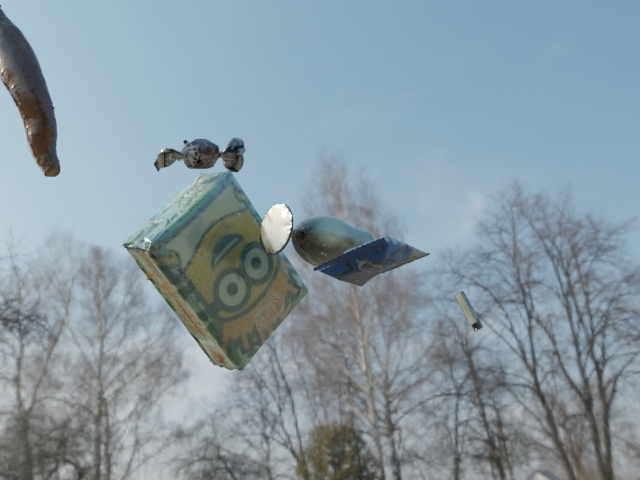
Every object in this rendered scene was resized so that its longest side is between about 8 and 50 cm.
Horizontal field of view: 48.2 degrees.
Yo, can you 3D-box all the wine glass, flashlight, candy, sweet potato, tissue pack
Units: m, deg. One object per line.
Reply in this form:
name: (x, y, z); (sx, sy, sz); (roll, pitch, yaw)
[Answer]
wine glass: (0.000, 0.000, 1.240); (0.202, 0.093, 0.093); (16, -32, -41)
flashlight: (0.297, 0.142, 1.433); (0.018, 0.083, 0.018); (-38, -20, 32)
candy: (0.059, 0.022, 0.793); (0.088, 0.038, 0.136); (-27, -19, 23)
sweet potato: (-0.385, -0.203, 0.931); (0.057, 0.265, 0.057); (-24, -17, -7)
tissue pack: (-0.187, 0.056, 1.340); (0.128, 0.228, 0.311); (-1, -51, 48)
candy: (-0.226, -0.160, 1.388); (0.226, 0.051, 0.094); (-6, -40, -54)
